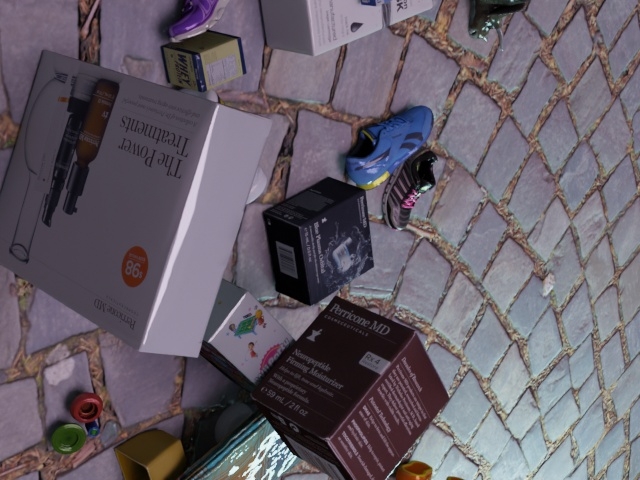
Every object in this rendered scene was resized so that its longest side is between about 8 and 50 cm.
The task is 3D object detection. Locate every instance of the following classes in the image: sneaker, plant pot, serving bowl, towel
[{"bbox_3d":[0.167,-0.095,1.891,0.063,0.074,0.170,7,102,-47],"label":"sneaker"},{"bbox_3d":[-0.260,0.347,1.641,0.083,0.081,0.081,-37,130,-36],"label":"plant pot"},{"bbox_3d":[0.122,-0.181,1.815,0.209,0.069,0.082,-45,129,-22],"label":"sneaker"},{"bbox_3d":[-0.142,0.323,1.787,0.083,0.027,0.083,-21,121,-39],"label":"serving bowl"},{"bbox_3d":[-0.123,0.385,1.759,0.370,0.040,0.271,-38,151,-30],"label":"towel"},{"bbox_3d":[-0.169,-0.347,1.468,0.071,0.068,0.170,46,64,-30],"label":"sneaker"}]

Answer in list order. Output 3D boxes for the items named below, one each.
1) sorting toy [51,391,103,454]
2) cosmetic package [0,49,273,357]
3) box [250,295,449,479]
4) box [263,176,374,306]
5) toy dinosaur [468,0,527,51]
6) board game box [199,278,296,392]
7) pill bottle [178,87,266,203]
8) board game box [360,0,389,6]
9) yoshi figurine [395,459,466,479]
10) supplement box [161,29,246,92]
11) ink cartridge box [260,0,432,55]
[{"bbox_3d":[-0.358,0.266,1.541,0.061,0.042,0.102,33,94,-32],"label":"sorting toy"},{"bbox_3d":[-0.248,-0.057,1.260,0.097,0.377,0.284,10,98,-46],"label":"cosmetic package"},{"bbox_3d":[0.044,0.225,1.500,0.203,0.168,0.167,-49,134,-21],"label":"box"},{"bbox_3d":[0.000,0.000,1.749,0.158,0.093,0.156,-31,126,-35],"label":"box"},{"bbox_3d":[0.323,-0.458,1.803,0.160,0.313,0.121,24,76,-10],"label":"toy dinosaur"},{"bbox_3d":[-0.128,0.151,1.585,0.097,0.224,0.303,-52,135,-13],"label":"board game box"},{"bbox_3d":[-0.154,-0.134,1.527,0.103,0.103,0.184,-53,136,-16],"label":"pill bottle"},{"bbox_3d":[0.105,-0.463,1.534,0.136,0.035,0.201,-30,123,-34],"label":"board game box"},{"bbox_3d":[0.183,0.657,2.153,0.203,0.203,0.362,12,100,-31],"label":"yoshi figurine"},{"bbox_3d":[-0.166,-0.256,1.478,0.083,0.083,0.056,-30,126,-35],"label":"supplement box"},{"bbox_3d":[0.040,-0.421,1.596,0.273,0.114,0.197,-29,125,-35],"label":"ink cartridge box"}]
